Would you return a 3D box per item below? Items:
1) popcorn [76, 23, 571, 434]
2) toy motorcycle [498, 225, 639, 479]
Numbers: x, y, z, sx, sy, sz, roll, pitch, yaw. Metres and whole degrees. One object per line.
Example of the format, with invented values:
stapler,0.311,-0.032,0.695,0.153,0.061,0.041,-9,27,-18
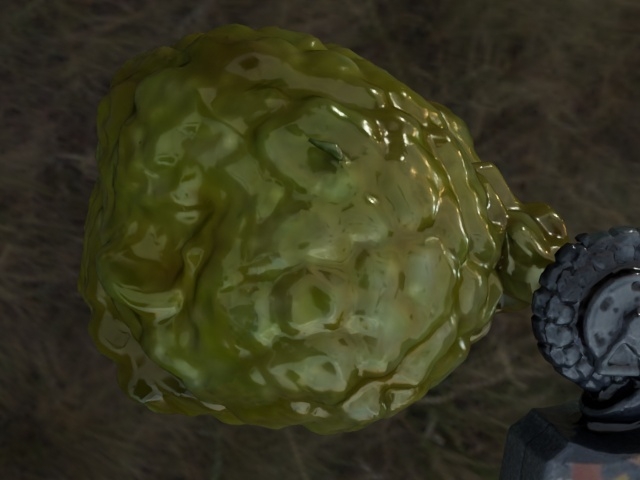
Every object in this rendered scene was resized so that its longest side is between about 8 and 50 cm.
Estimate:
popcorn,0.000,0.000,0.878,0.251,0.237,0.206,10,80,-11
toy motorcycle,0.166,0.141,0.846,0.173,0.108,0.307,1,107,-19
